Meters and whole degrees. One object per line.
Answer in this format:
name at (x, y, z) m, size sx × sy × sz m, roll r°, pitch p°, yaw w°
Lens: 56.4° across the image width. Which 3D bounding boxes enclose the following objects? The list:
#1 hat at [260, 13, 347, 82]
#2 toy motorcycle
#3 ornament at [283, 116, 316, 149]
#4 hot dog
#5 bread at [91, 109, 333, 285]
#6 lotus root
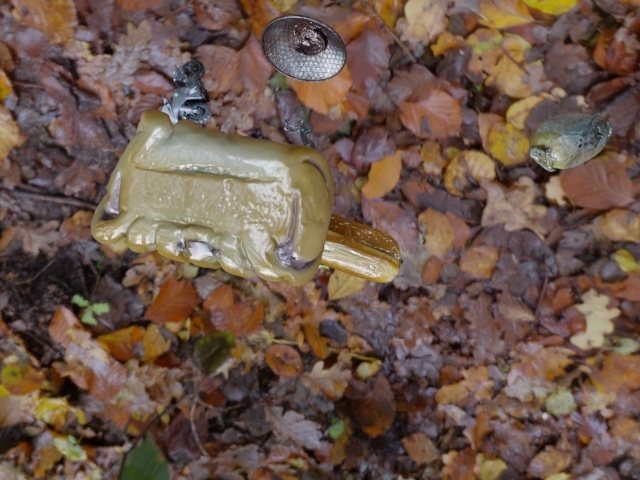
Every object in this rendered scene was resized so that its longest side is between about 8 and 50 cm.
hat at (-0.030, -0.440, 1.299) m, size 0.193 × 0.082 × 0.193 m, roll 10°, pitch 155°, yaw 5°
toy motorcycle at (-0.435, -0.466, 1.915) m, size 0.159 × 0.271 × 0.106 m, roll -15°, pitch 151°, yaw 0°
ornament at (-0.038, -0.149, 0.986) m, size 0.073 × 0.028 × 0.125 m, roll -29°, pitch 69°, yaw 14°
hot dog at (0.000, 0.000, 1.209) m, size 0.337 × 0.135 × 0.100 m, roll 19°, pitch 123°, yaw -2°
bread at (-0.099, -0.039, 0.562) m, size 0.225 × 0.081 × 0.134 m, roll 15°, pitch 89°, yaw 11°
lotus root at (0.390, -0.158, 0.921) m, size 0.165 × 0.088 × 0.088 m, roll -20°, pitch 118°, yaw -24°
